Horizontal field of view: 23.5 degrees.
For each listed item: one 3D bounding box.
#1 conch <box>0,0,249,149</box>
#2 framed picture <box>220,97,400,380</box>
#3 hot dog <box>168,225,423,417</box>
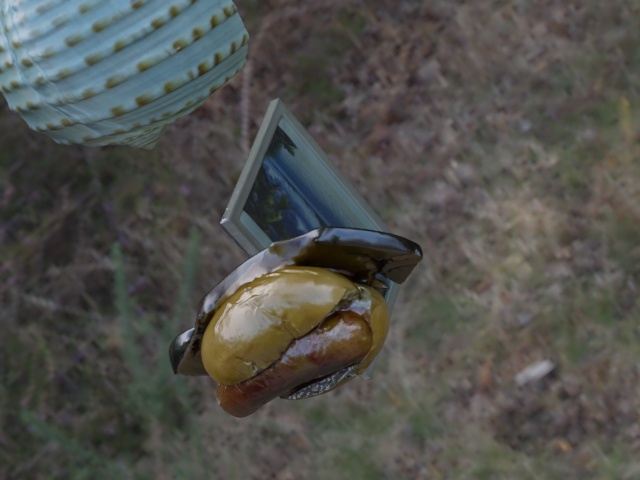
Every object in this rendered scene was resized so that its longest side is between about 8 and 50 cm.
[{"bbox_3d":[-0.248,-0.223,1.671,0.303,0.319,0.215,4,60,44],"label":"conch"},{"bbox_3d":[0.000,0.000,1.989,0.024,0.315,0.232,-17,38,34],"label":"framed picture"},{"bbox_3d":[-0.026,0.110,1.547,0.326,0.194,0.107,126,149,-54],"label":"hot dog"}]
